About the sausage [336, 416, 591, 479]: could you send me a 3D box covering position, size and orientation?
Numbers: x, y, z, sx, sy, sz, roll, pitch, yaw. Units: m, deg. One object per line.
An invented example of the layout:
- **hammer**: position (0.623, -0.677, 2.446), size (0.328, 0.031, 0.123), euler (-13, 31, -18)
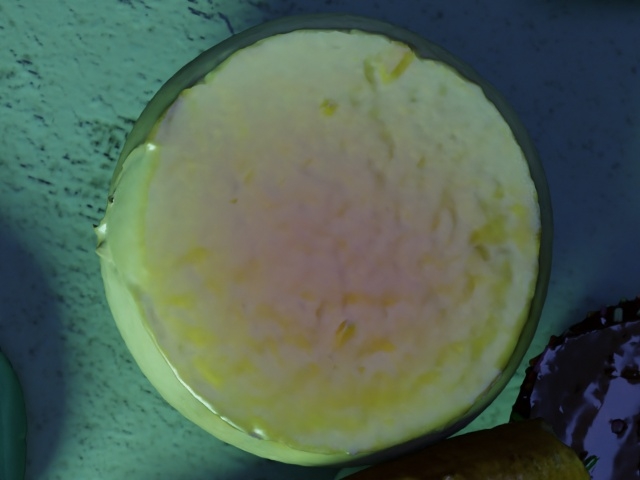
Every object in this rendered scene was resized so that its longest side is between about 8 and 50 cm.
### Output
- **sausage**: position (0.033, 0.188, 0.902), size (0.302, 0.103, 0.076), euler (-21, 53, -5)

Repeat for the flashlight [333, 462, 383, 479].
- **flashlight**: position (0.038, 0.249, 0.997), size (0.093, 0.047, 0.200), euler (3, 83, -9)

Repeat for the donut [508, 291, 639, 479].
- **donut**: position (0.235, 0.153, 1.012), size (0.235, 0.089, 0.235), euler (1, 83, -6)

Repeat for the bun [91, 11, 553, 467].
- **bun**: position (0.000, 0.000, 0.964), size (0.298, 0.165, 0.299), euler (0, 91, -5)

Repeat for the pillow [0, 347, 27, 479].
- **pillow**: position (-0.296, 0.142, 0.932), size (0.214, 0.086, 0.233), euler (0, 79, -23)
